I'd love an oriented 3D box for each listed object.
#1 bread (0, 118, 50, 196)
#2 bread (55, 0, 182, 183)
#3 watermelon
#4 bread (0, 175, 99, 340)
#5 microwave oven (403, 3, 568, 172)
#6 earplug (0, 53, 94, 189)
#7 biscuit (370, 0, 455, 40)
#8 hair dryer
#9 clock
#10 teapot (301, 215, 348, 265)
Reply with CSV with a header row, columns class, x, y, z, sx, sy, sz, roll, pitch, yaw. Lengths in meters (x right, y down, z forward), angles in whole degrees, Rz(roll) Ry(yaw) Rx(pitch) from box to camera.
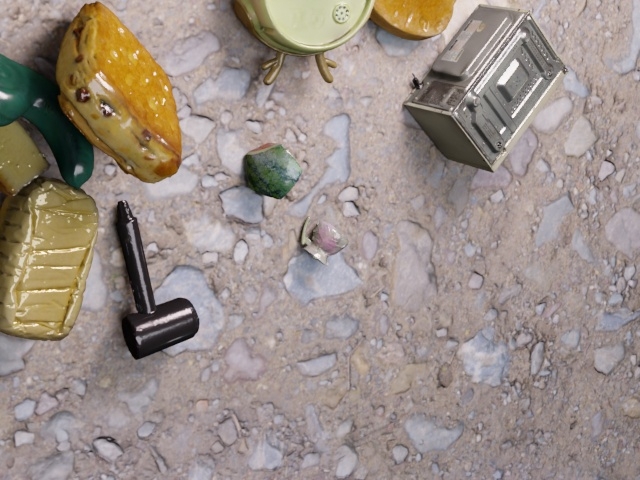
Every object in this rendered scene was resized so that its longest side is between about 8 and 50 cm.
class,x,y,z,sx,sy,sz,roll,pitch,yaw
bread,-0.433,-0.132,1.684,0.084,0.080,0.109,-38,126,-25
bread,-0.285,-0.201,1.695,0.099,0.235,0.210,-30,129,15
watermelon,-0.071,-0.118,1.973,0.072,0.092,0.085,-69,154,-52
bread,-0.400,0.024,1.741,0.140,0.106,0.236,11,97,-38
microwave oven,0.292,-0.274,2.153,0.240,0.145,0.194,-52,131,-12
earplug,-0.465,-0.150,1.609,0.280,0.164,0.257,-33,131,-12
biscuit,0.158,-0.517,2.029,0.287,0.057,0.344,23,90,-38
hair dryer,-0.266,0.051,1.891,0.114,0.070,0.248,-20,106,-30
clock,-0.017,-0.389,1.889,0.235,0.096,0.308,-5,112,-26
teapot,0.000,0.000,2.075,0.083,0.064,0.064,37,87,-6
